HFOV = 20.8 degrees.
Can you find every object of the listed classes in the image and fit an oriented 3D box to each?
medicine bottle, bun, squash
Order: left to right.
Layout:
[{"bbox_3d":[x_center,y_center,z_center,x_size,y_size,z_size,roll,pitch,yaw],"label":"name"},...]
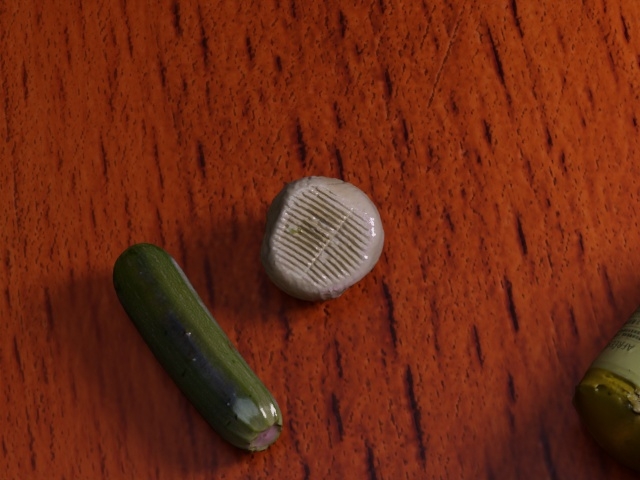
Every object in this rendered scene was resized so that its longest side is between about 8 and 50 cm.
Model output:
[{"bbox_3d":[-0.112,0.091,1.525,0.066,0.066,0.229,-34,63,-11],"label":"squash"},{"bbox_3d":[0.000,0.000,1.559,0.115,0.069,0.115,0,82,1],"label":"bun"},{"bbox_3d":[0.312,0.086,1.442,0.124,0.124,0.239,33,73,22],"label":"medicine bottle"}]
